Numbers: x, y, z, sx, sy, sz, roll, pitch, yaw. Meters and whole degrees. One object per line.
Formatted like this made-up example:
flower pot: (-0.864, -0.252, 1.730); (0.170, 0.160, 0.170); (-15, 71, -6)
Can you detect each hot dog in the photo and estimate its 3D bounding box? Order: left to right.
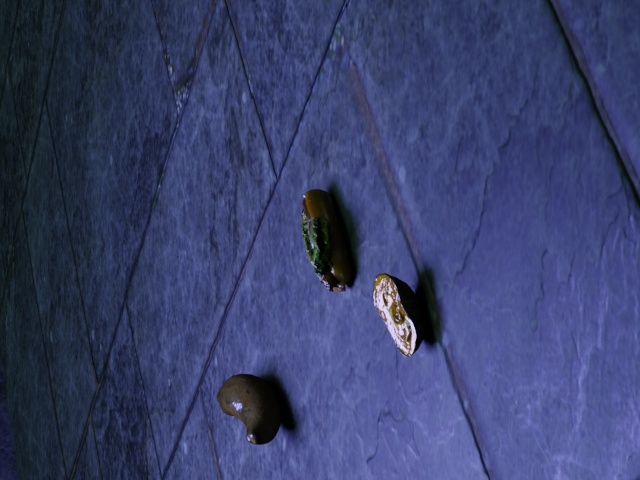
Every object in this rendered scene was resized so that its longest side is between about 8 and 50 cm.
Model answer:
hot dog: (0.000, 0.000, 1.678); (0.056, 0.041, 0.133); (111, 150, -45)

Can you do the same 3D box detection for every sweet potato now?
sweet potato: (-0.090, 0.186, 1.907); (0.249, 0.059, 0.069); (-164, 62, -73)

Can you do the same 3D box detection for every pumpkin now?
pumpkin: (0.077, 0.067, 1.496); (0.050, 0.028, 0.083); (-53, 51, 56)
